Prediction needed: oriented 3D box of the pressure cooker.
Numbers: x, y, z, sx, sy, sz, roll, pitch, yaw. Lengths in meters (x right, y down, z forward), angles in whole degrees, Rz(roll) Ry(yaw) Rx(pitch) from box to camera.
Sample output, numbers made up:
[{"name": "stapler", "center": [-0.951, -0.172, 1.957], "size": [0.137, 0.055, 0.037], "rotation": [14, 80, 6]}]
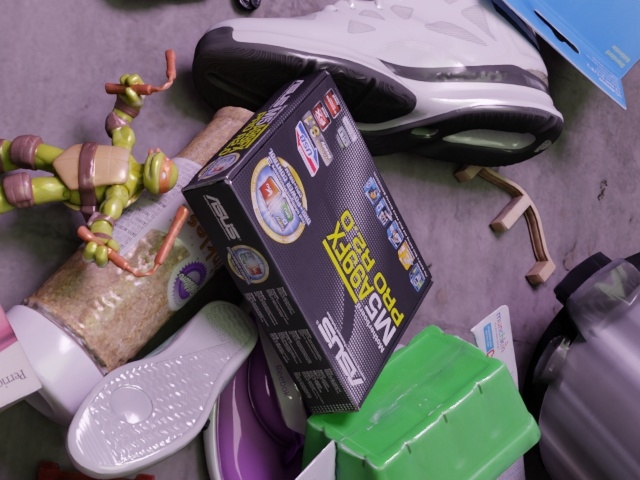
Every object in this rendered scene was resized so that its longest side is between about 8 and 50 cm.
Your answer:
[{"name": "pressure cooker", "center": [0.437, 0.205, 1.227], "size": [0.375, 0.420, 0.370], "rotation": [-3, 116, -21]}]

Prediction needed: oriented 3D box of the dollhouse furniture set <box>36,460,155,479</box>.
[{"name": "dollhouse furniture set", "center": [-0.110, 0.290, 0.922], "size": [0.374, 0.201, 0.152], "rotation": [6, 81, 5]}]

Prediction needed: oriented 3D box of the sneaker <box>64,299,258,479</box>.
[{"name": "sneaker", "center": [-0.161, 0.170, 1.005], "size": [0.094, 0.151, 0.256], "rotation": [41, 35, 6]}]

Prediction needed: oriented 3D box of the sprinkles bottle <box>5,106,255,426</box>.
[{"name": "sprinkles bottle", "center": [-0.169, 0.017, 1.066], "size": [0.121, 0.121, 0.355], "rotation": [49, 63, -15]}]

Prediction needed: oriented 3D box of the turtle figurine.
[{"name": "turtle figurine", "center": [-0.227, -0.074, 1.023], "size": [0.217, 0.087, 0.269], "rotation": [2, 59, -2]}]

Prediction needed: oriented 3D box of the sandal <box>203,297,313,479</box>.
[{"name": "sandal", "center": [-0.014, 0.106, 1.152], "size": [0.169, 0.102, 0.416], "rotation": [22, 73, -25]}]

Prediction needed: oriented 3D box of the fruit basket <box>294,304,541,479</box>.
[{"name": "fruit basket", "center": [0.103, 0.280, 1.158], "size": [0.327, 0.165, 0.353], "rotation": [-34, 137, -28]}]

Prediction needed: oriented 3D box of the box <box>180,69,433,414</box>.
[{"name": "box", "center": [0.000, 0.000, 1.057], "size": [0.270, 0.060, 0.216], "rotation": [62, 38, -21]}]

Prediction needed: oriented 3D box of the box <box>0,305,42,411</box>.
[{"name": "box", "center": [-0.369, 0.067, 0.905], "size": [0.148, 0.127, 0.232], "rotation": [-27, 88, -47]}]

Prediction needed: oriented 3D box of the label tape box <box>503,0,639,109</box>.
[{"name": "label tape box", "center": [0.334, -0.365, 1.340], "size": [0.249, 0.115, 0.348], "rotation": [35, 41, -22]}]

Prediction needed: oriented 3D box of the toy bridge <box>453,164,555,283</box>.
[{"name": "toy bridge", "center": [0.242, -0.036, 1.364], "size": [0.063, 0.026, 0.188], "rotation": [-44, 105, -30]}]

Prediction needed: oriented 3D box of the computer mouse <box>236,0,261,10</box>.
[{"name": "computer mouse", "center": [-0.145, -0.302, 1.172], "size": [0.193, 0.042, 0.106], "rotation": [-11, 93, -36]}]

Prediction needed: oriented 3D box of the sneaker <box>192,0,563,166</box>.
[{"name": "sneaker", "center": [0.061, -0.239, 1.244], "size": [0.447, 0.169, 0.257], "rotation": [7, 62, -24]}]
